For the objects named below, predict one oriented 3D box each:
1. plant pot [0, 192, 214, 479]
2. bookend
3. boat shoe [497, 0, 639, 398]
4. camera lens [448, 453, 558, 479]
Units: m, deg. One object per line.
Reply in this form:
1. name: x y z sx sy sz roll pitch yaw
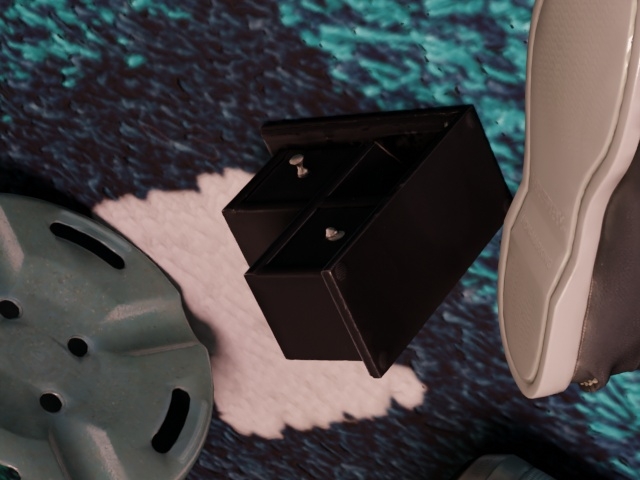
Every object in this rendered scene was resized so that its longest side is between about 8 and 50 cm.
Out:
1. plant pot: -0.253 0.161 1.312 0.341 0.341 0.334 39 132 3
2. bookend: 0.000 0.000 1.066 0.157 0.156 0.072 -1 125 41
3. boat shoe: 0.156 -0.044 0.955 0.302 0.091 0.114 98 159 -47
4. camera lens: 0.151 0.276 1.145 0.274 0.219 0.219 30 139 14
